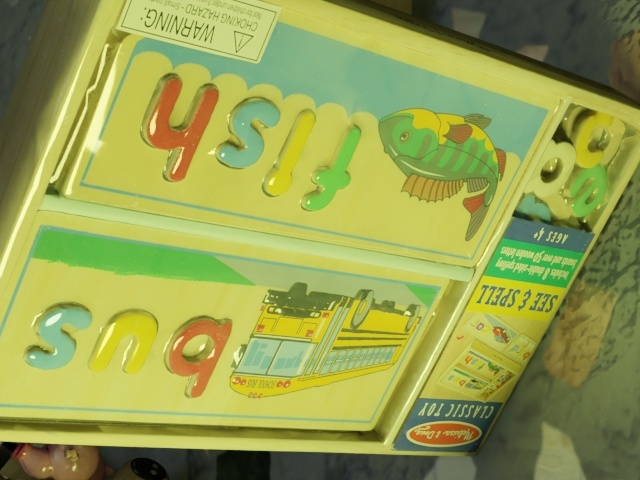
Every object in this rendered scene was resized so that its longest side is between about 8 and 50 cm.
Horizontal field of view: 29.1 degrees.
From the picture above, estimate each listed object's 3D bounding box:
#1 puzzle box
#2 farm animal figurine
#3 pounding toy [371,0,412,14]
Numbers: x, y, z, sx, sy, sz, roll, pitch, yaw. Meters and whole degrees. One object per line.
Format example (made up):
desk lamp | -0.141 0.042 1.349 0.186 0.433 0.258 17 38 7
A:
puzzle box | 0.000 0.000 0.707 0.052 0.409 0.272 44 116 44
farm animal figurine | -0.220 0.253 1.062 0.327 0.172 0.330 -46 13 34
pounding toy | 0.028 -0.159 0.961 0.130 0.100 0.141 -5 80 58
